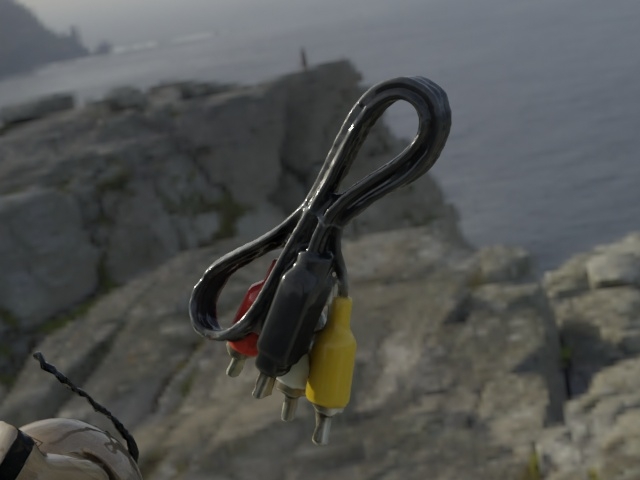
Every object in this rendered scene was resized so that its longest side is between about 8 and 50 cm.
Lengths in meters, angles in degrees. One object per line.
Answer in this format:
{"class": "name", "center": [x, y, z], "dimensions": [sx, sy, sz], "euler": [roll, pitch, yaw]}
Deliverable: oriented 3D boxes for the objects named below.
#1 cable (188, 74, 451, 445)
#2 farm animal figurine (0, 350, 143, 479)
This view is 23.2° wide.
{"class": "cable", "center": [0.000, 0.000, 1.120], "dimensions": [0.139, 0.287, 0.072], "euler": [33, 18, 26]}
{"class": "farm animal figurine", "center": [-0.208, 0.220, 0.844], "dimensions": [0.327, 0.172, 0.330], "euler": [-50, 46, -3]}
